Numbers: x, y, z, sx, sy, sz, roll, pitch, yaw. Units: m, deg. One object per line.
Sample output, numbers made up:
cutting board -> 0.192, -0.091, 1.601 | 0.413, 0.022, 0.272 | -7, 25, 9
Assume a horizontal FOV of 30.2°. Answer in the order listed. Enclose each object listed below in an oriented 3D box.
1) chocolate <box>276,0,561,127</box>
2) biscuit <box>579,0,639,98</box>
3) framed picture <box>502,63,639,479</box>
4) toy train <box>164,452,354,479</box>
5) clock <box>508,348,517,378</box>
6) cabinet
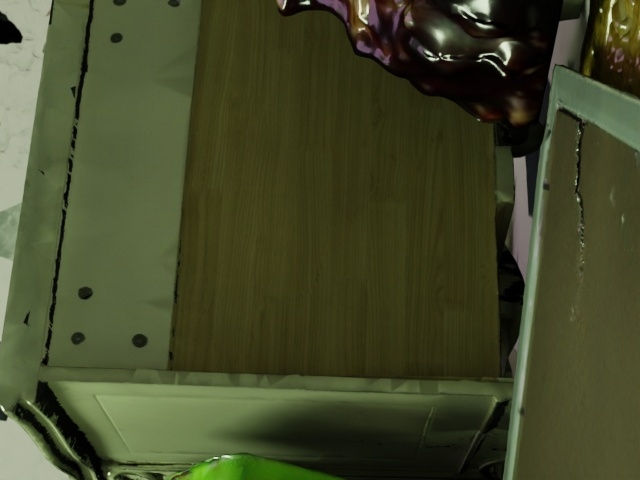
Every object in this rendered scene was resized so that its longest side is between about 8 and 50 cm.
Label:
chocolate -> 0.041, -0.177, 0.575 | 0.206, 0.177, 0.224 | -19, -62, -79
biscuit -> 0.133, -0.079, 0.490 | 0.172, 0.029, 0.254 | -87, -4, -52
framed picture -> 0.099, 0.062, 0.415 | 0.293, 0.018, 0.231 | -86, 0, -77
toy train -> 0.006, 0.236, 0.694 | 0.249, 0.307, 0.173 | -35, 43, 49
clock -> 0.002, 0.232, 0.969 | 0.184, 0.342, 0.326 | -83, 0, -56
cabinet -> 0.000, 0.000, 0.739 | 0.227, 0.318, 0.290 | 89, -178, -66
